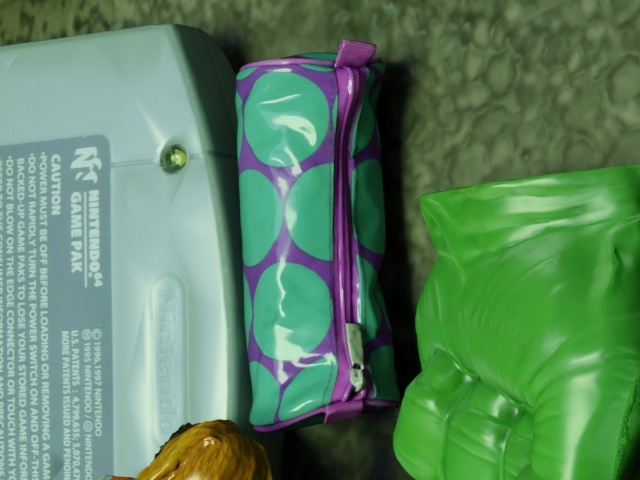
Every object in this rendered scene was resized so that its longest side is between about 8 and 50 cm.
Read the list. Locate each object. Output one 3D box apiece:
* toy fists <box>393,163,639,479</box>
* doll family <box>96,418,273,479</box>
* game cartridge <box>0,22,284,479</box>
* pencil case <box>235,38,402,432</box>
[{"bbox_3d":[0.125,0.043,0.576,0.279,0.096,0.142,-8,87,51],"label":"toy fists"},{"bbox_3d":[-0.016,0.160,0.670,0.263,0.118,0.163,30,99,25],"label":"doll family"},{"bbox_3d":[-0.111,0.056,0.822,0.196,0.060,0.294,-4,84,31],"label":"game cartridge"},{"bbox_3d":[0.000,0.000,0.740,0.070,0.064,0.152,-12,80,62],"label":"pencil case"}]
